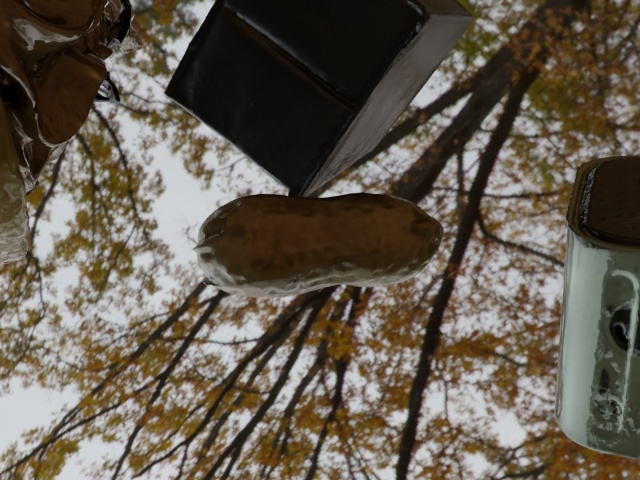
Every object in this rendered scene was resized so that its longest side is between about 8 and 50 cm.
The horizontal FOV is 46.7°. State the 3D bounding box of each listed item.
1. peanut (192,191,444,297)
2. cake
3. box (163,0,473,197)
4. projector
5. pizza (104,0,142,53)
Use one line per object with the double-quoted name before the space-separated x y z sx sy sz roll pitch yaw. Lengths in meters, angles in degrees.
"peanut" 0.000 0.000 0.630 0.214 0.099 0.099 -8 -120 -9
"cake" -0.278 -0.140 0.572 0.321 0.332 0.332 -27 -105 -30
"box" 0.015 -0.235 0.918 0.204 0.251 0.345 39 -157 5
"projector" 0.389 0.065 0.786 0.248 0.249 0.248 5 -152 22
"pizza" -0.377 -0.398 1.290 0.056 0.271 0.134 -33 -97 -2
